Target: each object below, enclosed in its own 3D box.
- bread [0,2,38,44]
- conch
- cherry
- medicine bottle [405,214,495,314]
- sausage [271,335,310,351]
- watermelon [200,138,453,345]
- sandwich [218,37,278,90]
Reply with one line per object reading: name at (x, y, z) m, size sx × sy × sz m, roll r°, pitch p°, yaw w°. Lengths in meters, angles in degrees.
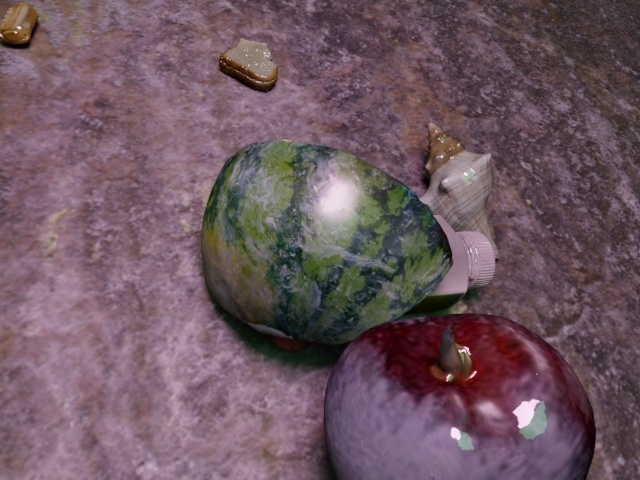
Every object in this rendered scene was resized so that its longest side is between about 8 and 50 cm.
bread at (-0.492, -0.353, 0.738) m, size 0.049 × 0.034 × 0.088 m, roll -6°, pitch 58°, yaw -3°
conch at (0.222, -0.090, 0.741) m, size 0.137 × 0.114 × 0.234 m, roll -4°, pitch 67°, yaw -2°
cherry at (0.133, 0.194, 0.458) m, size 0.254 × 0.297 × 0.218 m, roll -10°, pitch 22°, yaw -4°
medicine bottle at (0.149, 0.035, 0.657) m, size 0.188 × 0.088 × 0.132 m, roll -3°, pitch 62°, yaw -17°
sausage at (-0.025, 0.102, 0.589) m, size 0.054 × 0.059 × 0.094 m, roll 44°, pitch 54°, yaw -10°
watermelon at (0.000, 0.000, 0.544) m, size 0.304 × 0.224 × 0.180 m, roll 12°, pitch 10°, yaw 21°
sandwich at (-0.119, -0.320, 0.820) m, size 0.104 × 0.036 × 0.093 m, roll 33°, pitch 57°, yaw 4°
